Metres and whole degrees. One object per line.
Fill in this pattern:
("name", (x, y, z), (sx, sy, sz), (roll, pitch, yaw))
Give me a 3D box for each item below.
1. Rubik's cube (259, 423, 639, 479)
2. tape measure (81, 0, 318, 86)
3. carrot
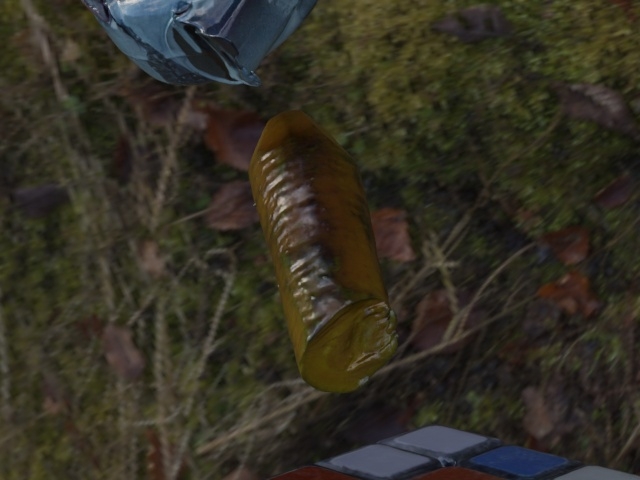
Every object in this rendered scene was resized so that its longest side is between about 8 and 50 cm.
("Rubik's cube", (0.075, 0.275, 0.758), (0.287, 0.293, 0.292), (9, 105, 41))
("tape measure", (-0.110, -0.286, 1.591), (0.275, 0.147, 0.256), (14, 64, 45))
("carrot", (0.000, 0.000, 1.519), (0.114, 0.114, 0.302), (-39, 43, 25))
